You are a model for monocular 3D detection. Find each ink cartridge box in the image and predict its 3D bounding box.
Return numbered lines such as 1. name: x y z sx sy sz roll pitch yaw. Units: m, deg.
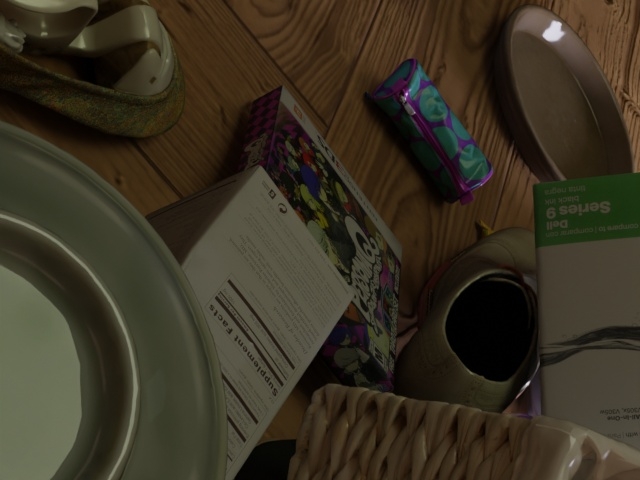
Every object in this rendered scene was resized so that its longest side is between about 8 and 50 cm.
1. ink cartridge box: 0.273 0.111 1.656 0.211 0.121 0.289 57 31 -62

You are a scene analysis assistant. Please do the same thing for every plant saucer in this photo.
1. plant saucer: 0.292 -0.153 2.158 0.278 0.041 0.278 34 43 -39
2. plant saucer: -0.221 0.091 1.061 0.400 0.100 0.400 11 68 -27

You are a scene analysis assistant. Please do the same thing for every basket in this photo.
1. basket: 0.132 0.306 1.316 0.331 0.266 0.328 29 75 -44

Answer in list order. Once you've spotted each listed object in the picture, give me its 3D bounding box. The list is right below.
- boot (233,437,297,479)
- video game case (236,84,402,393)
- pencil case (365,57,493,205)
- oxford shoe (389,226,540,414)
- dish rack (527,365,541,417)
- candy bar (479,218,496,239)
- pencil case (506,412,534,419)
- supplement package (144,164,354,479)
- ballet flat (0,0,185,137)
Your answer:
1. boot: 0.022 0.176 1.455 0.198 0.137 0.077 -8 75 -56
2. video game case: 0.000 0.000 1.584 0.210 0.042 0.232 53 22 -24
3. pencil case: 0.115 -0.112 1.852 0.152 0.064 0.070 52 18 -18
4. oxford shoe: 0.169 0.080 1.698 0.140 0.146 0.397 38 34 -2
5. dish rack: 0.325 0.155 1.967 0.333 0.072 0.285 39 41 -35
6. candy bar: 0.180 0.046 1.881 0.040 0.018 0.161 37 42 -31
7. pencil case: 0.176 0.255 1.681 0.086 0.088 0.206 21 40 2
8. supplement package: -0.105 0.080 1.315 0.134 0.139 0.244 54 42 -17
9. ballet flat: -0.195 -0.161 1.392 0.348 0.123 0.123 15 57 -51
